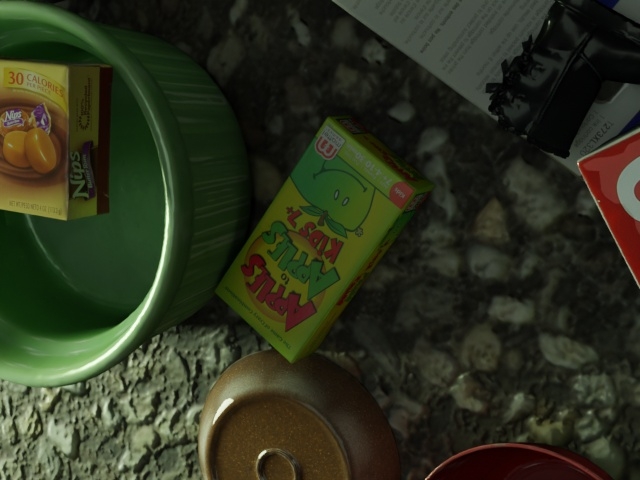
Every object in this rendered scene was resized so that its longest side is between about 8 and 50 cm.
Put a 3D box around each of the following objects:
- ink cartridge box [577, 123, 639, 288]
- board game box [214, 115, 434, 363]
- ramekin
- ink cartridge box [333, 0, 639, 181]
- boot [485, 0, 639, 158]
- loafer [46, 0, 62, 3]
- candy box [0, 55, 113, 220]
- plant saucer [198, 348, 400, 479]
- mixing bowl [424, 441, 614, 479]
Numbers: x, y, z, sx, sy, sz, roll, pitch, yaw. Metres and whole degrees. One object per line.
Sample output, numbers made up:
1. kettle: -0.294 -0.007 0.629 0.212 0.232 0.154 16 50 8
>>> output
1. ink cartridge box: 0.346 0.023 0.566 0.271 0.130 0.309 -29 88 24
2. board game box: 0.000 0.000 0.790 0.092 0.043 0.181 41 113 15
3. ramekin: -0.205 -0.043 0.826 0.303 0.148 0.304 5 100 26
4. ink cartridge box: 0.089 -0.215 0.659 0.371 0.069 0.176 35 113 -6
5. boot: 0.177 -0.099 0.643 0.121 0.045 0.099 30 112 2
6. loafer: -0.228 -0.359 0.828 0.095 0.109 0.303 -11 100 8
7. candy box: -0.242 -0.082 0.725 0.186 0.053 0.109 9 102 24
8. plant saucer: -0.030 0.193 0.841 0.198 0.036 0.199 4 99 25
9. mixing bowl: 0.160 0.221 0.714 0.181 0.098 0.182 4 99 26
